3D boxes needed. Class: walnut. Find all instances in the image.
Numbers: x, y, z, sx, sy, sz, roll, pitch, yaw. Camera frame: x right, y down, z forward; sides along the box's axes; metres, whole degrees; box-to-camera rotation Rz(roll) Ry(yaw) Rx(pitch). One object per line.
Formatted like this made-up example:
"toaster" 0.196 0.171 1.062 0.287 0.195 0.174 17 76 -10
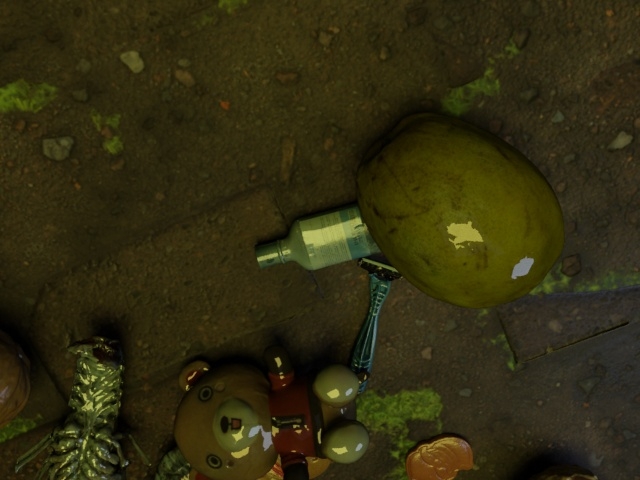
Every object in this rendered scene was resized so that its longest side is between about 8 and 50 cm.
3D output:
"walnut" -0.574 0.230 1.122 0.213 0.213 0.213 -1 110 -2

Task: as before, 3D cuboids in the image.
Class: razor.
"razor" 0.084 0.147 1.198 0.082 0.042 0.253 16 112 14

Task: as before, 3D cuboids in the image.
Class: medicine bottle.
"medicine bottle" 0.000 0.000 1.134 0.209 0.053 0.090 -15 112 5

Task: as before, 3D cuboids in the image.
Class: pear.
"pear" 0.201 -0.044 1.028 0.307 0.253 0.253 45 103 -6

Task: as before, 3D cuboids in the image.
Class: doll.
"doll" -0.080 0.291 1.176 0.330 0.174 0.234 -9 84 9

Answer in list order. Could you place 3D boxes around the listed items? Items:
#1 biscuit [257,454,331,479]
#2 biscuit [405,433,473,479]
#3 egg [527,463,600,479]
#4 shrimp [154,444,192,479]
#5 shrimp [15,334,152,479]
"biscuit" -0.066 0.411 1.296 0.166 0.036 0.225 40 104 -14
"biscuit" 0.218 0.408 1.312 0.131 0.019 0.102 -27 108 9
"egg" 0.438 0.514 1.271 0.195 0.195 0.233 3 107 -3
"shrimp" -0.263 0.535 1.263 0.137 0.172 0.371 9 103 -11
"shrimp" -0.392 0.344 1.202 0.222 0.166 0.410 12 97 -4
